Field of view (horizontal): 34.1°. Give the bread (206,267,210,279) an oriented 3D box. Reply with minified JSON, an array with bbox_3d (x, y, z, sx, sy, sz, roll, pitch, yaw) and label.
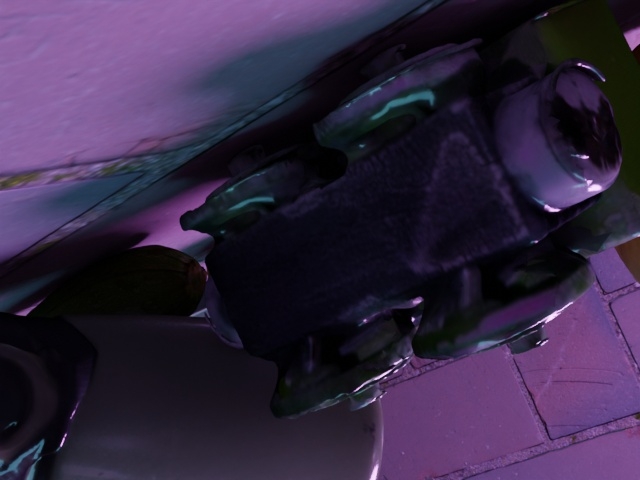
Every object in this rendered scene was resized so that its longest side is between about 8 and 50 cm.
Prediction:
[{"bbox_3d":[-0.014,0.030,1.031,0.199,0.104,0.199,-13,-177,1],"label":"bread"}]

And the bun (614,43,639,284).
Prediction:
[{"bbox_3d":[0.297,-0.088,0.703,0.164,0.299,0.299,27,151,-20],"label":"bun"}]

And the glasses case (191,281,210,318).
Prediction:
[{"bbox_3d":[-0.151,0.130,1.369,0.077,0.039,0.184,-24,144,-16],"label":"glasses case"}]

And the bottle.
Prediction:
[{"bbox_3d":[-0.136,0.128,0.721,0.347,0.168,0.168,10,159,-26],"label":"bottle"}]

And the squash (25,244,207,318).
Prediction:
[{"bbox_3d":[-0.176,0.061,0.833,0.219,0.077,0.068,-32,-146,36],"label":"squash"}]

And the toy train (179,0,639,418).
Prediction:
[{"bbox_3d":[0.074,-0.020,0.646,0.249,0.173,0.307,-27,179,-45],"label":"toy train"}]
